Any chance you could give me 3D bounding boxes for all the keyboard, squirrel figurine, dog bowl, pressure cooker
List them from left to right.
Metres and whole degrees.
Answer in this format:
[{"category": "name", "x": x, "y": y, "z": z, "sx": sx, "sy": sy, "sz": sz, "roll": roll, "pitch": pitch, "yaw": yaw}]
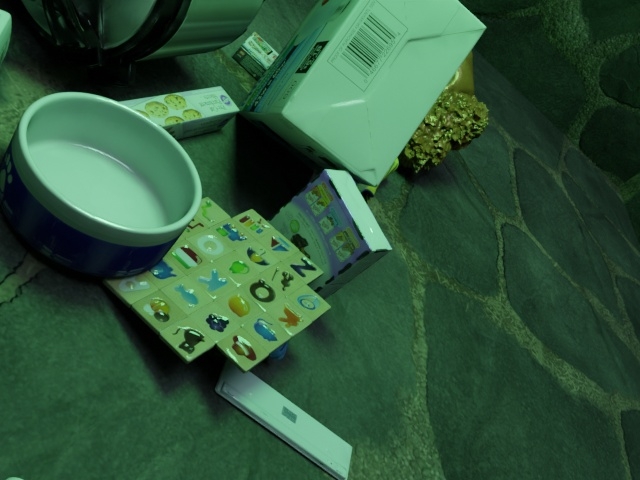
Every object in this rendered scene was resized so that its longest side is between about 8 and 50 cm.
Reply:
[{"category": "dog bowl", "x": -0.307, "y": -0.081, "z": 1.083, "sx": 0.264, "sy": 0.104, "sz": 0.265, "roll": 27, "pitch": 36, "yaw": -22}, {"category": "pressure cooker", "x": -0.314, "y": -0.490, "z": 1.288, "sx": 0.370, "sy": 0.375, "sz": 0.420, "roll": 53, "pitch": 30, "yaw": 1}, {"category": "keyboard", "x": -0.050, "y": 0.270, "z": 1.156, "sx": 0.256, "sy": 0.014, "sz": 0.072, "roll": 40, "pitch": 27, "yaw": -17}, {"category": "squirrel figurine", "x": 0.230, "y": -0.380, "z": 1.978, "sx": 0.370, "sy": 0.281, "sz": 0.397, "roll": -3, "pitch": 56, "yaw": -46}]

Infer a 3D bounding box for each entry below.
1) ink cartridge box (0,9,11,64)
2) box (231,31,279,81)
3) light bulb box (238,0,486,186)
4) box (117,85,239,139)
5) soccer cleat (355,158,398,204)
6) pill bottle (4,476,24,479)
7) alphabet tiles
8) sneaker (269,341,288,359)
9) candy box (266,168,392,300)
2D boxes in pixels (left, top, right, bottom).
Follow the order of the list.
[{"category": "ink cartridge box", "x": -0.620, "y": -0.247, "z": 0.950, "sx": 0.384, "sy": 0.091, "sz": 0.308, "roll": 17, "pitch": 41, "yaw": -17}, {"category": "box", "x": -0.101, "y": -0.380, "z": 1.767, "sx": 0.207, "sy": 0.036, "sz": 0.114, "roll": 42, "pitch": 32, "yaw": -12}, {"category": "light bulb box", "x": 0.059, "y": -0.319, "z": 1.471, "sx": 0.225, "sy": 0.358, "sz": 0.361, "roll": 36, "pitch": -3, "yaw": -21}, {"category": "box", "x": -0.264, "y": -0.216, "z": 1.354, "sx": 0.067, "sy": 0.063, "sz": 0.324, "roll": 54, "pitch": 31, "yaw": 5}, {"category": "soccer cleat", "x": 0.102, "y": -0.144, "z": 1.750, "sx": 0.289, "sy": 0.093, "sz": 0.121, "roll": -21, "pitch": 104, "yaw": -62}, {"category": "pill bottle", "x": -0.323, "y": 0.285, "z": 0.733, "sx": 0.067, "sy": 0.067, "sz": 0.120, "roll": 47, "pitch": 31, "yaw": -5}, {"category": "alphabet tiles", "x": -0.147, "y": 0.055, "z": 1.168, "sx": 0.285, "sy": 0.011, "sz": 0.342, "roll": 41, "pitch": 36, "yaw": 14}, {"category": "sneaker", "x": -0.078, "y": 0.109, "z": 1.255, "sx": 0.209, "sy": 0.069, "sz": 0.082, "roll": -91, "pitch": 160, "yaw": -56}, {"category": "candy box", "x": 0.000, "y": 0.000, "z": 1.328, "sx": 0.070, "sy": 0.196, "sz": 0.165, "roll": -3, "pitch": 60, "yaw": -53}]
